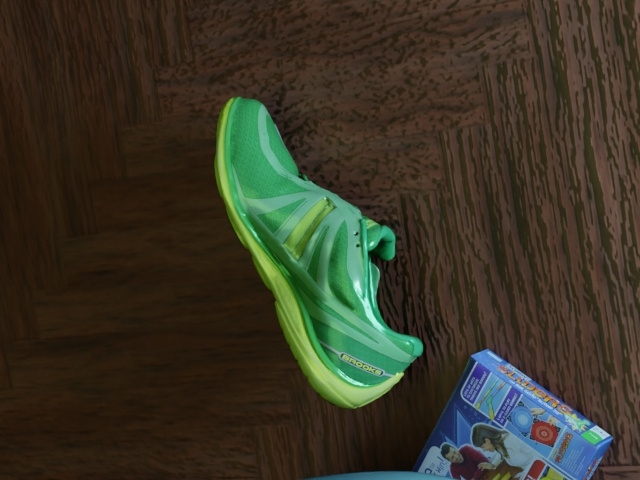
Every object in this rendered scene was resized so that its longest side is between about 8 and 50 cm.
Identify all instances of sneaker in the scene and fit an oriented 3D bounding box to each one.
[{"bbox_3d":[0.000,0.000,1.534,0.123,0.109,0.295,-28,80,10],"label":"sneaker"}]

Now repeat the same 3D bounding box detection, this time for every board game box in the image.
[{"bbox_3d":[0.147,0.214,1.500,0.136,0.035,0.201,36,115,23],"label":"board game box"}]

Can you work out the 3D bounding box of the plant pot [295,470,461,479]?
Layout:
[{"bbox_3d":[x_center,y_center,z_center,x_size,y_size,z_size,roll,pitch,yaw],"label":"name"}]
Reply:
[{"bbox_3d":[0.053,0.317,1.399,0.235,0.293,0.293,-18,88,17],"label":"plant pot"}]
